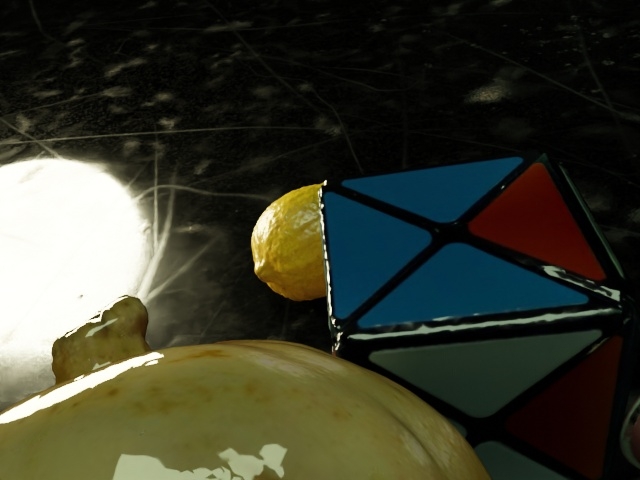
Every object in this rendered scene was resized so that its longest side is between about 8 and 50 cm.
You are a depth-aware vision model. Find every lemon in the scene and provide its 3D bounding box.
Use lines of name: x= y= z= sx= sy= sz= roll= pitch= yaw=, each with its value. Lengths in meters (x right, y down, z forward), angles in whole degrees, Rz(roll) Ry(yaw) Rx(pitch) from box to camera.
lemon: x=0.000 y=0.000 z=0.988 sx=0.187 sy=0.142 sz=0.142 roll=-20 pitch=37 yaw=-24

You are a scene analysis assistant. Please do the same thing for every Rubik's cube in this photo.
Rubik's cube: x=0.131 y=0.088 z=0.753 sx=0.248 sy=0.250 sz=0.246 roll=-5 pitch=37 yaw=1

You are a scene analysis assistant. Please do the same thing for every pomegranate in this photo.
pomegranate: x=-0.088 y=0.226 z=0.506 sx=0.411 sy=0.411 sz=0.411 roll=-6 pitch=37 yaw=4

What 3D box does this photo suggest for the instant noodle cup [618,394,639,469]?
instant noodle cup: x=0.383 y=0.212 z=0.573 sx=0.244 sy=0.244 sz=0.255 roll=-11 pitch=43 yaw=-3
